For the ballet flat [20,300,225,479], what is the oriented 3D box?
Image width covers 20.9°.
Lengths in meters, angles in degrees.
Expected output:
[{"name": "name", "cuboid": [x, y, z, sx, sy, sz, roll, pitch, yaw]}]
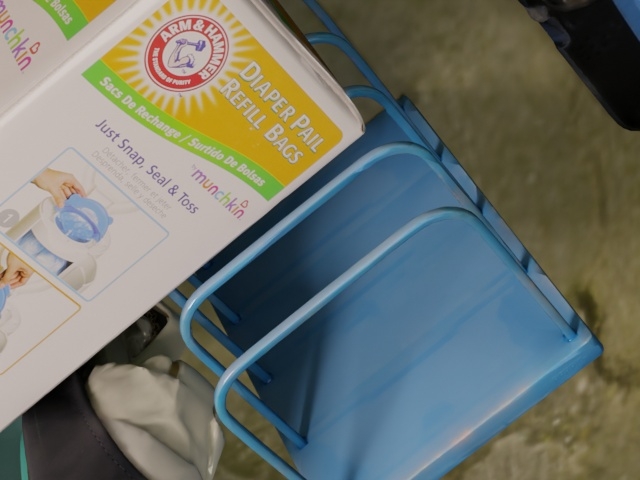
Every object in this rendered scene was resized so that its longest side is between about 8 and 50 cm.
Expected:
[{"name": "ballet flat", "cuboid": [-0.073, 0.060, 0.642, 0.074, 0.203, 0.074, -5, 115, -10]}]

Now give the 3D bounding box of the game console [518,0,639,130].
[{"name": "game console", "cuboid": [0.212, -0.156, 0.641, 0.293, 0.250, 0.173, -42, 108, 8]}]

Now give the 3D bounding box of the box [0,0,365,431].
[{"name": "box", "cuboid": [-0.105, -0.033, 0.601, 0.203, 0.114, 0.103, -39, 134, 7]}]

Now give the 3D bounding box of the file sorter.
[{"name": "file sorter", "cuboid": [0.000, 0.000, 0.651, 0.118, 0.170, 0.104, -38, 131, 5]}]

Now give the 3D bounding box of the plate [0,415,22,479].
[{"name": "plate", "cuboid": [-0.106, 0.136, 0.704, 0.024, 0.188, 0.188, -27, 139, 23]}]
